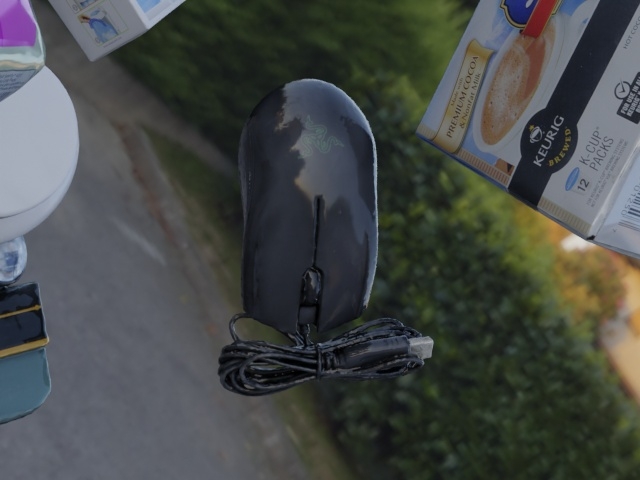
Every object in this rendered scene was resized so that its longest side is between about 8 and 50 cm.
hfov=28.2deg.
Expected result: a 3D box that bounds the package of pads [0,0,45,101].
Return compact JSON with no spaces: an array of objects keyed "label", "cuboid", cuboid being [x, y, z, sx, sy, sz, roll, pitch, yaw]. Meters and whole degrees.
[{"label":"package of pads","cuboid":[-0.206,-0.157,0.338,0.297,0.101,0.229,67,15,-4]}]

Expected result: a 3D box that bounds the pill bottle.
[{"label":"pill bottle","cuboid":[-0.238,-0.063,0.844,0.136,0.136,0.245,56,-20,-14]}]

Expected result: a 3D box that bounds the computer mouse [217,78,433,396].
[{"label":"computer mouse","cuboid":[0.000,0.000,1.081,0.072,0.188,0.272,-141,-134,-77]}]

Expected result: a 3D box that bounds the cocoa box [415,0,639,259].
[{"label":"cocoa box","cuboid":[0.292,-0.177,1.107,0.231,0.347,0.228,14,17,-44]}]

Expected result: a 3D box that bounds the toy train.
[{"label":"toy train","cuboid":[-0.367,0.068,1.074,0.142,0.334,0.190,-12,93,-55]}]

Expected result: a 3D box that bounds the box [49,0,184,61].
[{"label":"box","cuboid":[-0.234,-0.309,1.310,0.203,0.103,0.114,56,44,-17]}]
